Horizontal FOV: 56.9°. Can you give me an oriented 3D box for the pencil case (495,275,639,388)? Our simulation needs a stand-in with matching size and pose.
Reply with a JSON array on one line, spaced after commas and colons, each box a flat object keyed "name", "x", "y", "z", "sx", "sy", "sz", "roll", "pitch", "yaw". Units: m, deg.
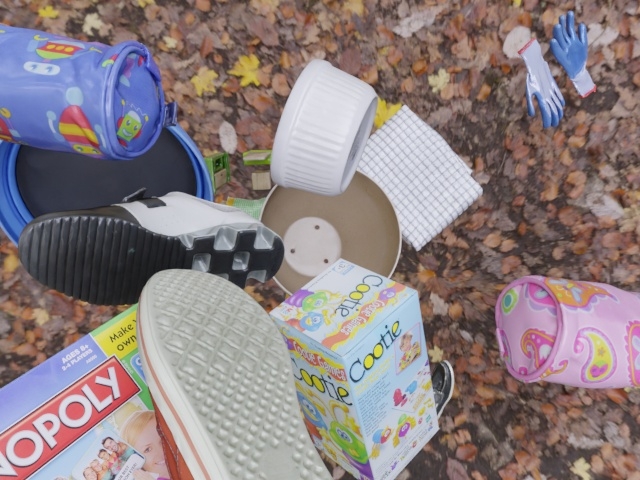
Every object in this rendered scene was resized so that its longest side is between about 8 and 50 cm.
[{"name": "pencil case", "x": 0.341, "y": 0.112, "z": 0.669, "sx": 0.284, "sy": 0.124, "sz": 0.124, "roll": 8, "pitch": 88, "yaw": -19}]

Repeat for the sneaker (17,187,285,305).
[{"name": "sneaker", "x": -0.223, "y": -0.002, "z": 0.779, "sx": 0.146, "sy": 0.331, "sz": 0.122, "roll": 45, "pitch": 122, "yaw": 45}]

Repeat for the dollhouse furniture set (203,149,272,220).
[{"name": "dollhouse furniture set", "x": -0.213, "y": -0.094, "z": 1.660, "sx": 0.198, "sy": 0.151, "sz": 0.301, "roll": -1, "pitch": 107, "yaw": 7}]

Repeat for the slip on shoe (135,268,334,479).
[{"name": "slip on shoe", "x": -0.067, "y": 0.148, "z": 0.428, "sx": 0.101, "sy": 0.123, "sz": 0.331, "roll": -56, "pitch": 47, "yaw": 29}]

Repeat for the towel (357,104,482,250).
[{"name": "towel", "x": 0.216, "y": -0.145, "z": 1.424, "sx": 0.235, "sy": 0.121, "sz": 0.283, "roll": -44, "pitch": 89, "yaw": -5}]

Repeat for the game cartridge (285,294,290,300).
[{"name": "game cartridge", "x": 0.021, "y": 0.249, "z": 1.508, "sx": 0.053, "sy": 0.323, "sz": 0.285, "roll": -38, "pitch": 117, "yaw": 24}]

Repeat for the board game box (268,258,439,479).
[{"name": "board game box", "x": 0.055, "y": 0.189, "z": 0.828, "sx": 0.144, "sy": 0.275, "sz": 0.142, "roll": -36, "pitch": 39, "yaw": -30}]

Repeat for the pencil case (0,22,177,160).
[{"name": "pencil case", "x": -0.311, "y": -0.169, "z": 0.616, "sx": 0.306, "sy": 0.119, "sz": 0.133, "roll": 12, "pitch": 67, "yaw": 10}]

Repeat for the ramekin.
[{"name": "ramekin", "x": 0.012, "y": -0.168, "z": 0.929, "sx": 0.109, "sy": 0.207, "sz": 0.207, "roll": 21, "pitch": 91, "yaw": 8}]

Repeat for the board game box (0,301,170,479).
[{"name": "board game box", "x": -0.184, "y": 0.202, "z": 0.451, "sx": 0.213, "sy": 0.317, "sz": 0.046, "roll": 54, "pitch": 134, "yaw": -1}]

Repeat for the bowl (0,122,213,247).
[{"name": "bowl", "x": -0.399, "y": -0.092, "z": 1.106, "sx": 0.391, "sy": 0.077, "sz": 0.391, "roll": -5, "pitch": 124, "yaw": -8}]

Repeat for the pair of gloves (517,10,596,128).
[{"name": "pair of gloves", "x": 0.413, "y": -0.294, "z": 1.024, "sx": 0.198, "sy": 0.023, "sz": 0.159, "roll": -40, "pitch": 113, "yaw": -22}]

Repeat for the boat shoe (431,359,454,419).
[{"name": "boat shoe", "x": 0.347, "y": 0.474, "z": 1.823, "sx": 0.084, "sy": 0.079, "sz": 0.233, "roll": 47, "pitch": 128, "yaw": 50}]

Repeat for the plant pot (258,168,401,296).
[{"name": "plant pot", "x": 0.000, "y": 0.000, "z": 1.217, "sx": 0.284, "sy": 0.191, "sz": 0.284, "roll": 2, "pitch": 82, "yaw": -13}]
